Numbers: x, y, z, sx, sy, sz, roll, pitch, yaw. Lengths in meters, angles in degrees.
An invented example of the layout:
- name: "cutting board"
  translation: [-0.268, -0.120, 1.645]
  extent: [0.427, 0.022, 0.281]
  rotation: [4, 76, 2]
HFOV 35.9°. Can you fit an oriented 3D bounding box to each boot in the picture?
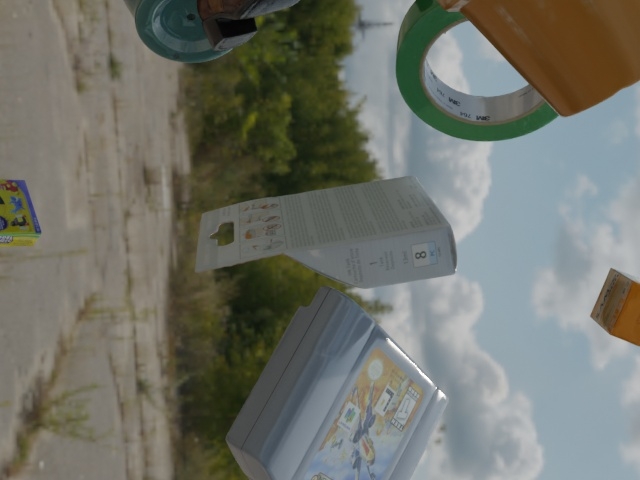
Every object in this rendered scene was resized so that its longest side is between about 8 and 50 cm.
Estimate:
- name: "boot"
  translation: [-0.130, -0.444, 1.399]
  extent: [0.264, 0.096, 0.280]
  rotation: [-22, -93, 65]

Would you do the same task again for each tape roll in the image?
- name: "tape roll"
  translation: [0.292, -0.314, 1.710]
  extent: [0.321, 0.321, 0.077]
  rotation: [91, 6, -47]

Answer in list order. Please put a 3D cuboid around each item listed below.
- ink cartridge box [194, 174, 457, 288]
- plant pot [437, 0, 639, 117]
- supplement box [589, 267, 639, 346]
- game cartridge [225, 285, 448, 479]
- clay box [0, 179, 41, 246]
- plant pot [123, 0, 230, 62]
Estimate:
- name: "ink cartridge box"
  translation: [0.000, 0.000, 1.591]
  extent: [0.308, 0.385, 0.091]
  rotation: [-104, -176, -71]
- name: "plant pot"
  translation: [0.213, -0.216, 0.836]
  extent: [0.188, 0.205, 0.205]
  rotation: [57, -2, -6]
- name: "supplement box"
  translation: [0.323, 0.069, 1.046]
  extent: [0.098, 0.036, 0.062]
  rotation: [-62, 174, -83]
- name: "game cartridge"
  translation: [0.027, 0.192, 0.999]
  extent: [0.297, 0.062, 0.198]
  rotation: [46, 65, -51]
- name: "clay box"
  translation: [-0.645, -0.052, 1.837]
  extent: [0.053, 0.222, 0.127]
  rotation: [-44, -119, 38]
- name: "plant pot"
  translation: [-0.221, -0.448, 1.653]
  extent: [0.271, 0.272, 0.255]
  rotation: [93, -10, -54]
